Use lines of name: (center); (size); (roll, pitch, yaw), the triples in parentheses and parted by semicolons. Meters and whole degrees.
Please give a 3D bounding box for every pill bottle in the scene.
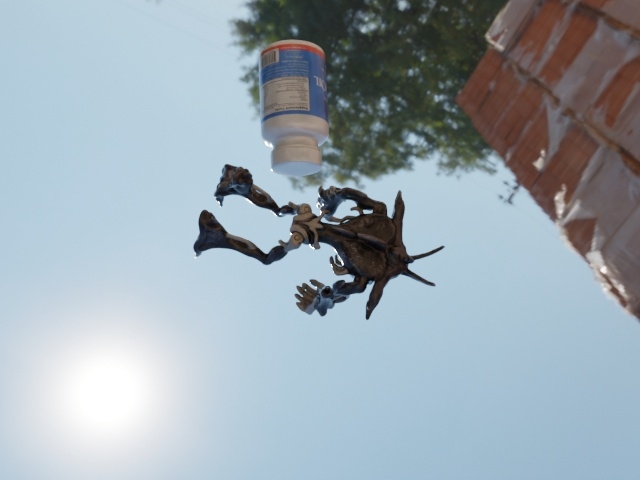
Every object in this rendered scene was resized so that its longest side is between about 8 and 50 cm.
pill bottle: (-0.047, -0.234, 1.260); (0.124, 0.124, 0.222); (6, -104, -39)

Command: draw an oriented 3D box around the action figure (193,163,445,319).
action figure: (0.000, 0.000, 0.835); (0.275, 0.164, 0.141); (18, 167, -1)
